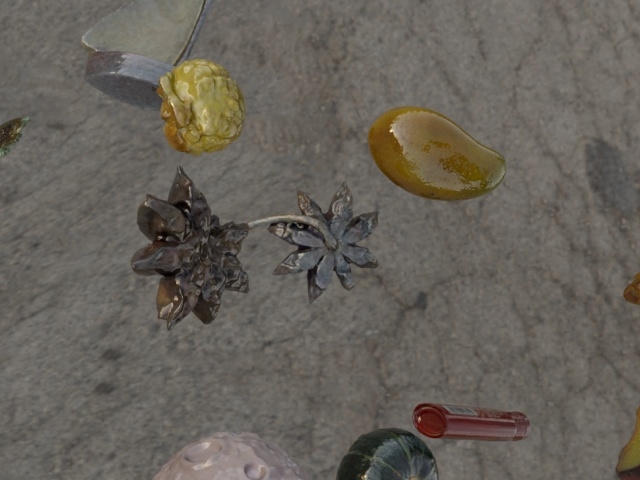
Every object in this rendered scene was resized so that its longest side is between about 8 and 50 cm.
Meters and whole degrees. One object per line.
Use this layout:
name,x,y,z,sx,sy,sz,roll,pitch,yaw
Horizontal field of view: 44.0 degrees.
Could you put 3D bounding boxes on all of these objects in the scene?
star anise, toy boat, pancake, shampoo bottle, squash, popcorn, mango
star anise,-0.236,0.015,1.499,0.315,0.108,0.315,4,84,-48
star anise,0.000,0.001,1.412,0.263,0.081,0.230,17,98,-18
toy boat,-0.364,-0.401,1.682,0.276,0.111,0.293,0,63,-7
pancake,-0.545,-0.160,1.329,0.022,0.116,0.129,58,19,-33
shampoo bottle,0.368,0.434,1.881,0.314,0.118,0.076,12,84,-35
squash,0.153,0.548,1.783,0.252,0.165,0.252,8,76,-38
popcorn,-0.221,-0.241,1.436,0.170,0.180,0.179,2,74,-1
mango,0.182,-0.131,1.252,0.228,0.136,0.099,20,25,-6

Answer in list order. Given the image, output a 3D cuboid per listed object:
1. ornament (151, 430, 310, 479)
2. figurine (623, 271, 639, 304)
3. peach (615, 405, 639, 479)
ornament,-0.116,0.390,1.099,0.225,0.259,0.259,-29,97,-32
figurine,0.460,0.041,1.004,0.176,0.122,0.121,76,19,-57
peach,0.484,0.253,0.950,0.249,0.274,0.245,-18,72,-21
